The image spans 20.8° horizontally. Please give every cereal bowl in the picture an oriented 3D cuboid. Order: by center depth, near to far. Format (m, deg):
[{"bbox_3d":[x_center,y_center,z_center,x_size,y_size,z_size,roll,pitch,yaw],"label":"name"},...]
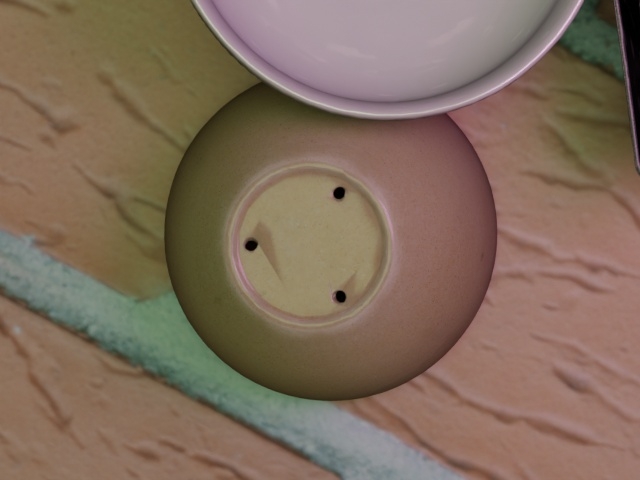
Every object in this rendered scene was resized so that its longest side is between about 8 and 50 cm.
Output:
[{"bbox_3d":[0.046,-0.257,1.339,0.338,0.141,0.339,0,89,-2],"label":"cereal bowl"}]

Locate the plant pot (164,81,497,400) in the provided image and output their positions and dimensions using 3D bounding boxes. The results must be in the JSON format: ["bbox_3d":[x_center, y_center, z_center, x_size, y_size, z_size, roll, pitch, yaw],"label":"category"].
[{"bbox_3d":[0.000,0.000,1.395,0.284,0.191,0.284,0,94,6],"label":"plant pot"}]

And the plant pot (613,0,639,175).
[{"bbox_3d":[0.323,-0.153,1.367,0.187,0.167,0.188,-8,93,5],"label":"plant pot"}]
